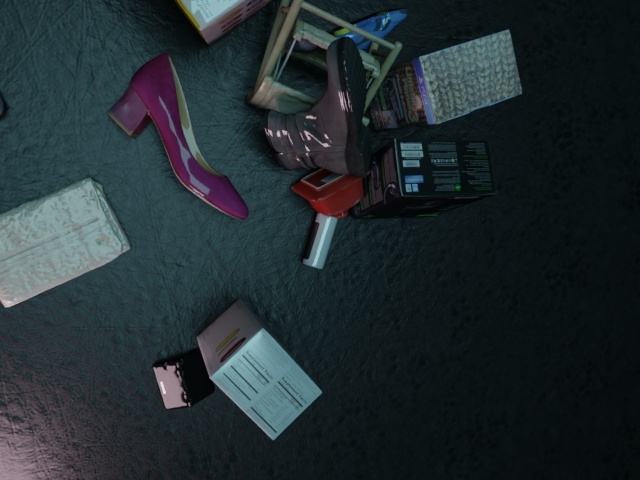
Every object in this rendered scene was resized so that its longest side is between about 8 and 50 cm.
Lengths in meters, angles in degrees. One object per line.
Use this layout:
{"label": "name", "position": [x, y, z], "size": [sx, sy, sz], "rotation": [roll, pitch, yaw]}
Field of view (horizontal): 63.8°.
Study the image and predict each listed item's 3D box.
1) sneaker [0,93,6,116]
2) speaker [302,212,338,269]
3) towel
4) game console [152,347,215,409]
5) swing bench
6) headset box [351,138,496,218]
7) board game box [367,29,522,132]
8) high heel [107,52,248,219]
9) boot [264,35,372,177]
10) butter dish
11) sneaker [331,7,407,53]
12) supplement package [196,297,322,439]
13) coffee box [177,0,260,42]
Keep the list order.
{"label": "sneaker", "position": [-0.707, -0.317, 0.967], "size": [0.223, 0.098, 0.083], "rotation": [45, 82, -19]}
{"label": "speaker", "position": [0.000, 0.000, 1.287], "size": [0.055, 0.055, 0.136], "rotation": [17, 92, -21]}
{"label": "towel", "position": [-0.569, -0.001, 1.088], "size": [0.282, 0.049, 0.187], "rotation": [-25, 104, -14]}
{"label": "game console", "position": [-0.328, 0.332, 1.238], "size": [0.107, 0.071, 0.122], "rotation": [-10, 102, 12]}
{"label": "swing bench", "position": [-0.001, -0.370, 1.148], "size": [0.253, 0.165, 0.255], "rotation": [17, 109, -21]}
{"label": "headset box", "position": [0.227, -0.138, 1.238], "size": [0.246, 0.283, 0.131], "rotation": [-3, 83, -20]}
{"label": "board game box", "position": [0.272, -0.362, 1.209], "size": [0.232, 0.291, 0.141], "rotation": [-22, 104, -16]}
{"label": "high heel", "position": [-0.262, -0.218, 1.119], "size": [0.377, 0.127, 0.181], "rotation": [42, 93, -16]}
{"label": "boot", "position": [-0.019, -0.254, 1.060], "size": [0.222, 0.338, 0.118], "rotation": [8, 52, 15]}
{"label": "butter dish", "position": [0.035, -0.109, 1.239], "size": [0.160, 0.160, 0.118], "rotation": [-29, 118, -14]}
{"label": "sneaker", "position": [0.125, -0.508, 1.262], "size": [0.209, 0.069, 0.082], "rotation": [-27, 118, -14]}
{"label": "supplement package", "position": [-0.147, 0.275, 1.161], "size": [0.145, 0.262, 0.204], "rotation": [-42, 109, -10]}
{"label": "coffee box", "position": [-0.186, -0.612, 0.956], "size": [0.334, 0.337, 0.338], "rotation": [-35, 108, 1]}
